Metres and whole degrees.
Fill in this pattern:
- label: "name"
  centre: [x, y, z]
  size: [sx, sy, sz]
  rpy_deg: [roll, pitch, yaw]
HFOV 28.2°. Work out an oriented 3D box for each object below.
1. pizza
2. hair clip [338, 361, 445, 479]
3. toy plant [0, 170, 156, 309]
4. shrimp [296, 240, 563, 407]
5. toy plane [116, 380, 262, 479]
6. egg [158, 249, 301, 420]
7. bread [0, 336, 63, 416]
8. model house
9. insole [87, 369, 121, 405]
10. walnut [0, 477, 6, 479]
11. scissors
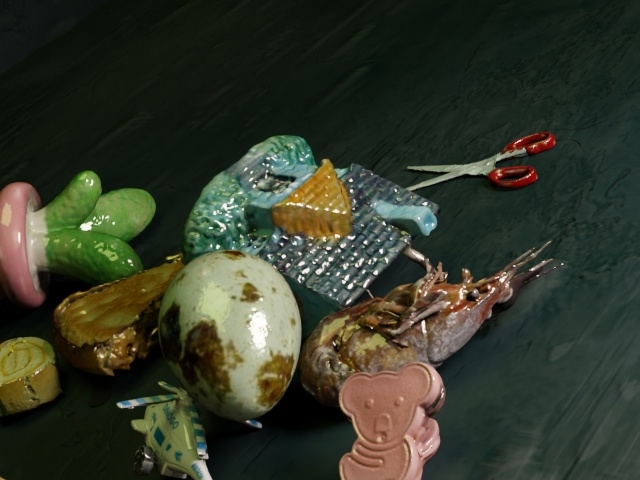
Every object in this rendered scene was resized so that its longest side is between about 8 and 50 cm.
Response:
- label: "pizza"
  centre: [-0.284, 0.100, 1.880]
  size: [0.251, 0.074, 0.288]
  rpy_deg: [2, 32, 45]
- label: "hair clip"
  centre: [0.069, 0.206, 1.338]
  size: [0.123, 0.102, 0.138]
  rpy_deg: [-8, 30, 36]
- label: "toy plant"
  centre: [-0.459, -0.007, 2.094]
  size: [0.356, 0.210, 0.317]
  rpy_deg: [-10, 24, 0]
- label: "shrimp"
  centre: [0.127, 0.086, 1.502]
  size: [0.343, 0.116, 0.145]
  rpy_deg: [-28, 31, 1]
- label: "toy plane"
  centre: [-0.144, 0.254, 1.478]
  size: [0.182, 0.107, 0.273]
  rpy_deg: [10, 20, -45]
- label: "egg"
  centre: [-0.104, 0.113, 1.496]
  size: [0.169, 0.169, 0.231]
  rpy_deg: [-23, 45, 3]
- label: "bread"
  centre: [-0.432, 0.194, 1.825]
  size: [0.118, 0.064, 0.156]
  rpy_deg: [-12, 22, -10]
- label: "model house"
  centre: [0.000, 0.000, 1.653]
  size: [0.241, 0.226, 0.261]
  rpy_deg: [2, 38, 42]
- label: "insole"
  centre: [-0.299, 0.192, 1.795]
  size: [0.045, 0.002, 0.135]
  rpy_deg: [-17, 26, 14]
- label: "walnut"
  centre: [-0.409, 0.341, 1.432]
  size: [0.159, 0.159, 0.206]
  rpy_deg: [-28, 25, -7]
- label: "scissors"
  centre: [0.223, -0.107, 1.911]
  size: [0.248, 0.017, 0.144]
  rpy_deg: [-8, 29, 33]
